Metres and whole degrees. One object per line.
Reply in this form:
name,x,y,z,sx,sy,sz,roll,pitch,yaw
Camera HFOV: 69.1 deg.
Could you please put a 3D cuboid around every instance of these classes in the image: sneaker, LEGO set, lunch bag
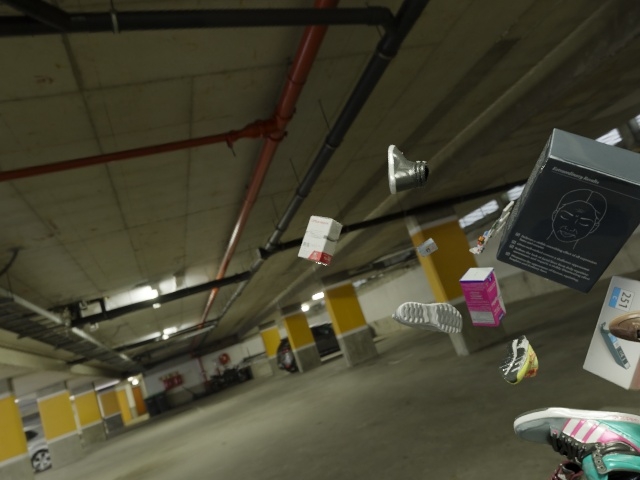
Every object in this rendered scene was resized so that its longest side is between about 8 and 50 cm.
sneaker,0.560,0.344,1.280,0.081,0.094,0.208,-40,-7,36
sneaker,0.399,0.284,1.734,0.281,0.105,0.115,16,-21,-16
LEGO set,0.725,-0.047,1.985,0.244,0.060,0.182,-42,-30,-26
sneaker,0.687,0.182,0.935,0.188,0.066,0.071,-6,7,38
sneaker,0.330,-0.274,1.756,0.146,0.296,0.105,-4,-53,7
lunch bag,0.412,0.029,1.796,0.071,0.053,0.083,-33,-21,11
sneaker,0.739,0.788,1.484,0.281,0.106,0.163,-27,-49,-22
sneaker,0.600,0.494,1.062,0.295,0.124,0.178,-11,34,30

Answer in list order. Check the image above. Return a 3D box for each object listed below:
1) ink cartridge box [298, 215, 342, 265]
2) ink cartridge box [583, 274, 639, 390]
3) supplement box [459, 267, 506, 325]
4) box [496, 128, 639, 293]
ink cartridge box,0.000,0.000,1.439,0.099,0.135,0.056,12,-9,46
ink cartridge box,0.898,0.271,1.270,0.066,0.296,0.261,12,6,-28
supplement box,0.680,0.236,1.943,0.114,0.220,0.111,-5,22,44
box,0.759,-0.086,1.408,0.212,0.293,0.395,-52,-21,-46
